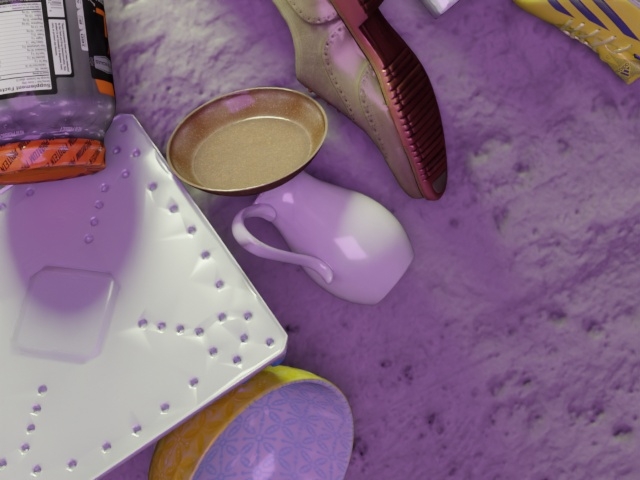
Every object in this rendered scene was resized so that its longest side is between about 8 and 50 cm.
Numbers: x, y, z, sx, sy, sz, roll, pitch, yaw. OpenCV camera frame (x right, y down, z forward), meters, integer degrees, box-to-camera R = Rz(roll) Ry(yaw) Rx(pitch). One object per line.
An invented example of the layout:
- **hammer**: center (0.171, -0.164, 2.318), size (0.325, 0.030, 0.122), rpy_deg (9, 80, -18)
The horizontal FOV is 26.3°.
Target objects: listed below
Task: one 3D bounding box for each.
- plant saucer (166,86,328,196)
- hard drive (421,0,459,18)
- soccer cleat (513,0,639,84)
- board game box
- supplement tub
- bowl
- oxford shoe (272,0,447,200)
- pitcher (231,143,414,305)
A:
- **plant saucer**: center (-0.086, -0.113, 1.654), size (0.199, 0.198, 0.036), rpy_deg (-13, 131, 0)
- **hard drive**: center (0.123, -0.479, 1.656), size (0.233, 0.047, 0.353), rpy_deg (-39, 96, -7)
- **soccer cleat**: center (0.366, -0.257, 1.682), size (0.289, 0.093, 0.121), rpy_deg (14, 102, -3)
- **board game box**: center (-0.290, 0.093, 1.599), size (0.390, 0.050, 0.390), rpy_deg (-34, 64, -6)
- **supplement tub**: center (-0.343, -0.230, 1.589), size (0.194, 0.193, 0.316), rpy_deg (-7, 87, -1)
- **bowl**: center (-0.114, 0.264, 1.675), size (0.156, 0.289, 0.289), rpy_deg (29, 96, 37)
- **oxford shoe**: center (0.048, -0.198, 1.684), size (0.130, 0.123, 0.348), rpy_deg (-21, 99, 27)
- **pitcher**: center (0.000, 0.000, 1.661), size (0.207, 0.178, 0.125), rpy_deg (38, 133, -4)
